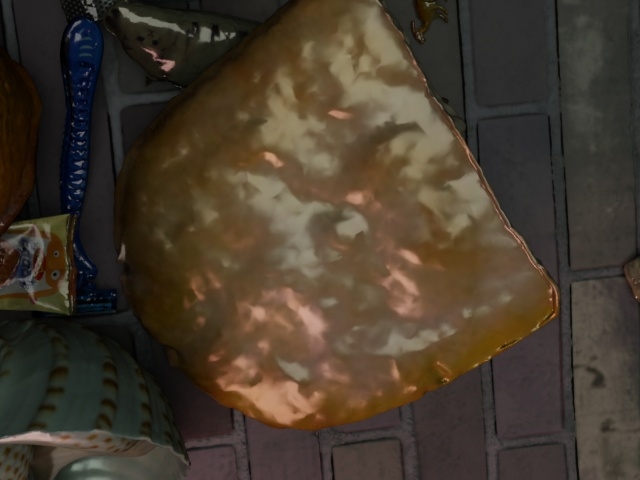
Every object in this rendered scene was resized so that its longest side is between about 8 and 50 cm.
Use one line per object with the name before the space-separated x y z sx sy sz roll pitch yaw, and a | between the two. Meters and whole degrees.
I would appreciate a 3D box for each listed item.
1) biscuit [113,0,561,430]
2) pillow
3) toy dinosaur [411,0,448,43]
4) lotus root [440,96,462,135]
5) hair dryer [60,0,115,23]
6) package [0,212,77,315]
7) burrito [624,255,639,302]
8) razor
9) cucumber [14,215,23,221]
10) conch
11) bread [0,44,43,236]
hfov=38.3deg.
biscuit | 0.000 0.000 0.987 0.446 0.104 0.429 -37 101 15
pillow | -0.113 -0.196 0.986 0.241 0.051 0.093 6 118 -19
toy dinosaur | 0.123 -0.274 1.018 0.041 0.026 0.113 7 107 11
lotus root | 0.124 -0.084 1.028 0.073 0.062 0.150 -1 104 -9
hair dryer | -0.352 -0.366 0.900 0.284 0.156 0.320 -8 108 -15
package | -0.309 0.025 0.950 0.121 0.031 0.108 0 94 -3
burrito | 0.492 -0.002 1.081 0.275 0.059 0.082 -29 86 -1
razor | -0.263 -0.076 0.986 0.093 0.056 0.324 -3 108 -28
cucumber | -0.401 0.029 0.984 0.193 0.086 0.115 -39 101 -6
conch | -0.294 0.190 0.949 0.303 0.319 0.215 -20 63 12
bread | -0.421 -0.108 0.881 0.312 0.172 0.312 1 71 -2
